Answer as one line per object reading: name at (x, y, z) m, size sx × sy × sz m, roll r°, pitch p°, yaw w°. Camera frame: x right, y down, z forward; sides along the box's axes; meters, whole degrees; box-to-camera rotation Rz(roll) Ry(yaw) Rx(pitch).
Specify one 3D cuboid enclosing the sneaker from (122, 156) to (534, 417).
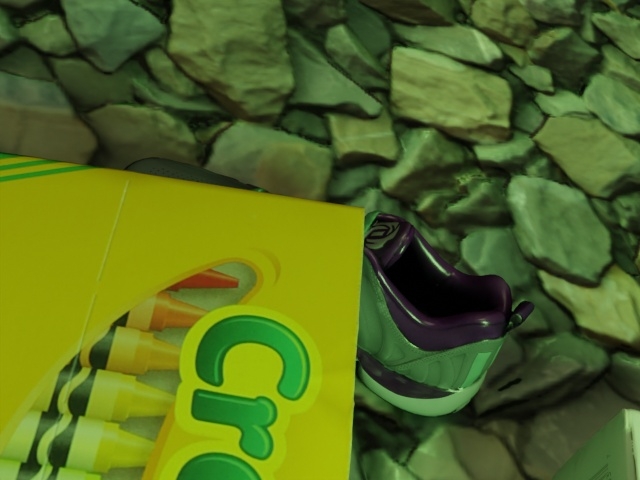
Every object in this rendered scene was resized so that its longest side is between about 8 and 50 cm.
sneaker at (0.000, 0.000, 0.551) m, size 0.223 × 0.098 × 0.083 m, roll 28°, pitch 48°, yaw 1°

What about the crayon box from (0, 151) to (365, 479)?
crayon box at (-0.153, 0.122, 0.347) m, size 0.313 × 0.106 × 0.363 m, roll 8°, pitch 47°, yaw -2°

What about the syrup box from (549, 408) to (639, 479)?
syrup box at (0.234, 0.171, 0.513) m, size 0.236 × 0.096 × 0.093 m, roll 17°, pitch 49°, yaw -8°
